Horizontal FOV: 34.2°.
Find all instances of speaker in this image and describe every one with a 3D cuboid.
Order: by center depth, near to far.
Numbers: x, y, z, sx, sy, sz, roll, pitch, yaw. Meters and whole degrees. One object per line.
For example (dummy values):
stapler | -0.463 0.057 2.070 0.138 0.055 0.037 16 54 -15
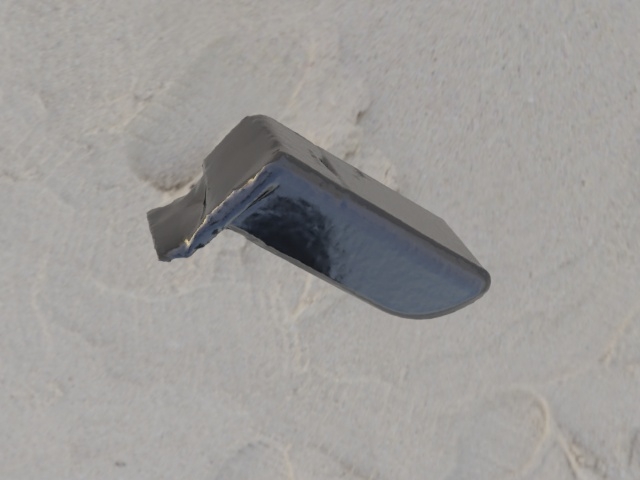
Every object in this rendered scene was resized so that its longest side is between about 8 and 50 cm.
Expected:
speaker | 0.000 0.000 1.304 0.388 0.180 0.184 28 105 -24
